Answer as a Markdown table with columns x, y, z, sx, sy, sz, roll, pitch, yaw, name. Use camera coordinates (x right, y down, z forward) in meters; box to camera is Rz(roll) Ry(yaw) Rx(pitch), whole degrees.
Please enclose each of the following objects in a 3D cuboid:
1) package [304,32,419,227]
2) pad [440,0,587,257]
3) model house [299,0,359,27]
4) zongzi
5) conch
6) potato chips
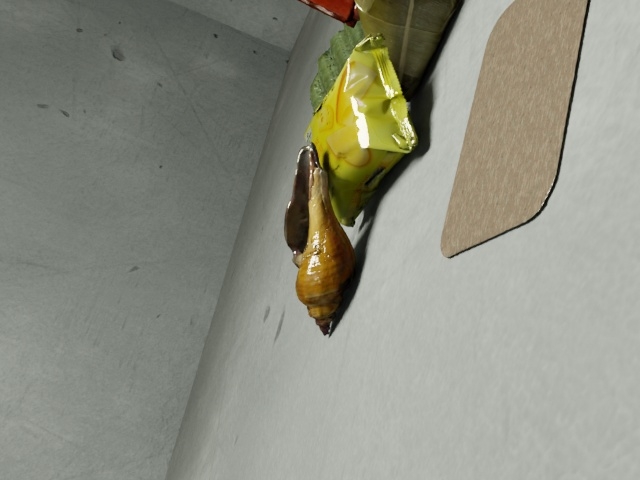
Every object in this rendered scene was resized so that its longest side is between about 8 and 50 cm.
| x | y | z | sx | sy | sz | roll | pitch | yaw | name |
| --- | --- | --- | --- | --- | --- | --- | --- | --- | --- |
| 0.046 | -0.132 | 0.873 | 0.226 | 0.090 | 0.168 | -51 | 52 | 53 | package |
| 0.163 | -0.120 | 0.586 | 0.176 | 0.002 | 0.266 | 140 | 148 | -68 | pad |
| -0.024 | -0.469 | 1.075 | 0.160 | 0.253 | 0.196 | -99 | 29 | -73 | model house |
| 0.068 | -0.260 | 0.851 | 0.078 | 0.176 | 0.160 | 49 | 124 | 55 | zongzi |
| 0.002 | 0.002 | 0.876 | 0.086 | 0.080 | 0.233 | -15 | 78 | 43 | conch |
| 0.068 | -0.380 | 1.307 | 0.429 | 0.070 | 0.359 | -93 | 27 | -60 | potato chips |
